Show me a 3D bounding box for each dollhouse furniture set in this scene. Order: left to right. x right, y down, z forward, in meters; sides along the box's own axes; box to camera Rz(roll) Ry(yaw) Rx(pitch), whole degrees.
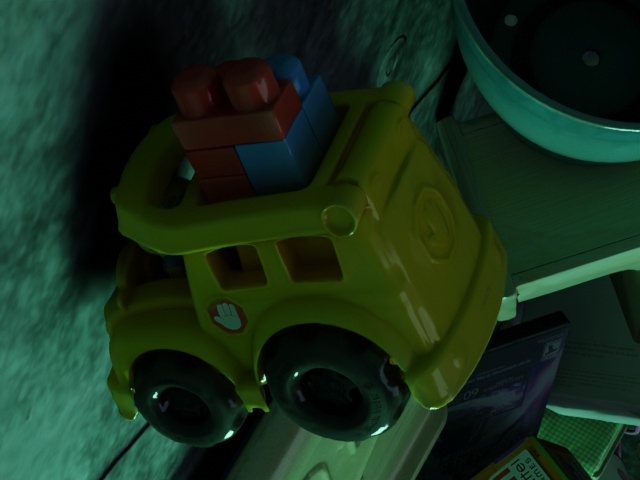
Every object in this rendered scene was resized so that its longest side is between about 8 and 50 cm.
[{"bbox_3d":[0.324,0.115,2.141,0.301,0.197,0.151,-53,162,-37],"label":"dollhouse furniture set"},{"bbox_3d":[0.264,0.001,1.625,0.394,0.256,0.362,72,1,-70],"label":"dollhouse furniture set"}]

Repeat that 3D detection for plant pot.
[{"bbox_3d":[0.223,-0.179,1.336,0.272,0.271,0.255,-61,174,-11],"label":"plant pot"}]

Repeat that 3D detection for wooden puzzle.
[{"bbox_3d":[-0.006,0.188,1.463,0.322,0.080,0.348,-59,158,-20],"label":"wooden puzzle"}]

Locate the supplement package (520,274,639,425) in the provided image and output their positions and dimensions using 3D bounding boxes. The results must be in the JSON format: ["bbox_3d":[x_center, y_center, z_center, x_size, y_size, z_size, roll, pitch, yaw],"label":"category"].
[{"bbox_3d":[0.352,0.056,2.002,0.177,0.175,0.293,28,70,-59],"label":"supplement package"}]

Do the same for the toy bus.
[{"bbox_3d":[-0.038,-0.009,0.930,0.211,0.220,0.149,61,35,-33],"label":"toy bus"}]

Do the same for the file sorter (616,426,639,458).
[{"bbox_3d":[0.347,0.274,2.471,0.291,0.182,0.202,-59,162,-18],"label":"file sorter"}]

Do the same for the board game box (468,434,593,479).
[{"bbox_3d":[0.213,0.457,1.814,0.356,0.356,0.356,-39,164,6],"label":"board game box"}]

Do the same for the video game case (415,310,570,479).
[{"bbox_3d":[0.160,0.198,1.882,0.196,0.026,0.274,-17,141,-21],"label":"video game case"}]

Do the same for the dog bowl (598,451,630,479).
[{"bbox_3d":[0.270,0.455,2.223,0.408,0.150,0.408,-21,138,-21],"label":"dog bowl"}]
